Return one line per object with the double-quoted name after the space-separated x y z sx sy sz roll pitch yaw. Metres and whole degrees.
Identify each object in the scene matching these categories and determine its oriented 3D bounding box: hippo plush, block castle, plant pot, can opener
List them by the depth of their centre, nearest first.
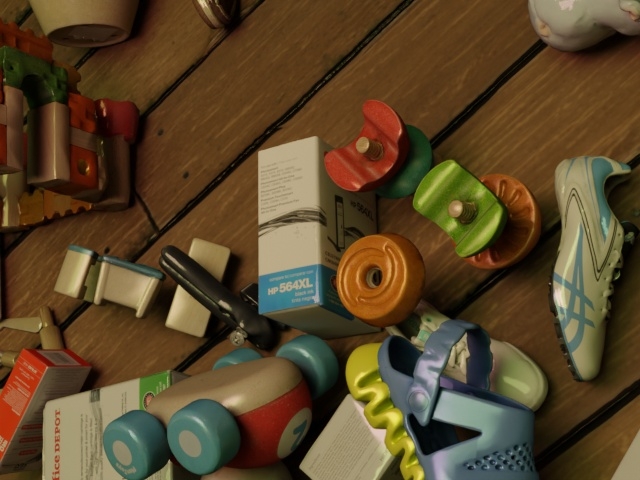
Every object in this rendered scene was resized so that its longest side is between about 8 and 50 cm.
0.324 -0.336 0.998 0.294 0.234 0.236 -15 96 42 "hippo plush"
-0.128 0.071 1.156 0.186 0.059 0.073 32 50 8 "can opener"
-0.488 -0.161 1.249 0.303 0.453 0.212 -10 76 29 "block castle"
-0.369 -0.449 1.420 0.257 0.256 0.273 -9 85 29 "plant pot"

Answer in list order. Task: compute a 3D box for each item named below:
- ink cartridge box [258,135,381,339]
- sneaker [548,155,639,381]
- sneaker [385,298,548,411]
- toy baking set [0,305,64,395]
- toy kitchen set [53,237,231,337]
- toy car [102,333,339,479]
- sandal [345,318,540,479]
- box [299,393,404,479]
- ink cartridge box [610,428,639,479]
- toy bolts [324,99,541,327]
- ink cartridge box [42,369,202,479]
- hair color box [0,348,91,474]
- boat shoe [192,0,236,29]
0.000 0.000 1.077 0.086 0.148 0.203 -12 68 29 "ink cartridge box"
0.280 0.026 0.941 0.086 0.085 0.237 -1 76 23 "sneaker"
0.139 0.119 0.985 0.212 0.094 0.080 29 88 35 "sneaker"
-0.452 0.190 1.357 0.197 0.030 0.256 -29 61 20 "toy baking set"
-0.236 0.046 1.260 0.207 0.166 0.122 18 83 -2 "toy kitchen set"
-0.077 0.259 1.031 0.210 0.219 0.237 -17 97 39 "toy car"
0.147 0.198 0.860 0.138 0.126 0.317 -45 63 24 "sandal"
0.055 0.234 0.991 0.087 0.101 0.102 37 94 34 "box"
0.311 0.286 0.805 0.332 0.065 0.165 -61 36 5 "ink cartridge box"
0.111 -0.024 1.020 0.218 0.158 0.228 -48 57 19 "toy bolts"
-0.248 0.264 1.173 0.209 0.087 0.153 -16 66 25 "ink cartridge box"
-0.389 0.229 1.240 0.053 0.093 0.167 29 96 25 "hair color box"
-0.144 -0.431 1.349 0.095 0.095 0.257 -17 65 19 "boat shoe"
